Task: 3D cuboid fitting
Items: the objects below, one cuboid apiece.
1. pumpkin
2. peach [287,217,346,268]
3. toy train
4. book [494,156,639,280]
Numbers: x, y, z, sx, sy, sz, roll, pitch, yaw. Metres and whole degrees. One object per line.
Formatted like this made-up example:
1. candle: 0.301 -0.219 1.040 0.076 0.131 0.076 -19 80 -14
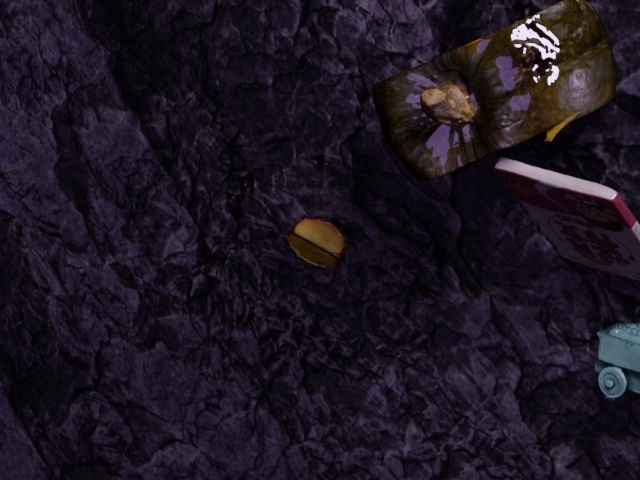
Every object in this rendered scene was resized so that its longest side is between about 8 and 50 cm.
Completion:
1. pumpkin: 0.190 -0.170 2.075 0.317 0.221 0.139 -16 100 49
2. peach: 0.000 0.000 2.482 0.083 0.050 0.077 3 137 54
3. toy train: 0.410 0.156 2.151 0.172 0.070 0.099 17 112 38
4. book: 0.314 -0.018 2.078 0.162 0.022 0.232 20 163 37
